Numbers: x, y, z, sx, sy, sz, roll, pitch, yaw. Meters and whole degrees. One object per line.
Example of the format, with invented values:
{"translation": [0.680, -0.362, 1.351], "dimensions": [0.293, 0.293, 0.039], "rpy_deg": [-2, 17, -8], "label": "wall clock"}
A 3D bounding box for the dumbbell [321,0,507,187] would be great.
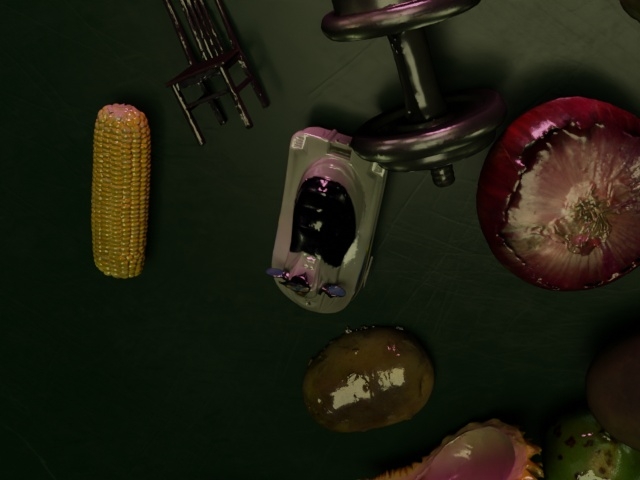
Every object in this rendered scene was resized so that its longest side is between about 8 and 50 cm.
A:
{"translation": [0.108, -0.198, 1.092], "dimensions": [0.192, 0.192, 0.290], "rpy_deg": [-11, 110, 17], "label": "dumbbell"}

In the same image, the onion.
{"translation": [0.300, -0.057, 1.130], "dimensions": [0.248, 0.161, 0.248], "rpy_deg": [1, 129, 1], "label": "onion"}

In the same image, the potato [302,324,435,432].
{"translation": [0.064, 0.208, 1.352], "dimensions": [0.200, 0.081, 0.164], "rpy_deg": [-26, 105, 20], "label": "potato"}

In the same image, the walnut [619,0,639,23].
{"translation": [0.433, -0.286, 0.930], "dimensions": [0.282, 0.277, 0.253], "rpy_deg": [1, 93, 9], "label": "walnut"}

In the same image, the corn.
{"translation": [-0.274, -0.067, 1.303], "dimensions": [0.081, 0.081, 0.248], "rpy_deg": [12, 117, 8], "label": "corn"}

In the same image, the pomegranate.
{"translation": [0.360, 0.309, 1.300], "dimensions": [0.143, 0.122, 0.169], "rpy_deg": [49, 130, 19], "label": "pomegranate"}

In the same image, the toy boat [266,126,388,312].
{"translation": [0.003, -0.007, 1.238], "dimensions": [0.141, 0.141, 0.269], "rpy_deg": [16, 113, 6], "label": "toy boat"}

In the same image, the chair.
{"translation": [-0.151, -0.238, 1.185], "dimensions": [0.084, 0.101, 0.212], "rpy_deg": [-18, 110, 20], "label": "chair"}

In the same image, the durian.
{"translation": [0.221, 0.376, 1.352], "dimensions": [0.305, 0.185, 0.195], "rpy_deg": [-23, 115, 45], "label": "durian"}

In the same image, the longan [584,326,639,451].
{"translation": [0.434, 0.191, 1.209], "dimensions": [0.187, 0.167, 0.167], "rpy_deg": [-5, 113, 23], "label": "longan"}
